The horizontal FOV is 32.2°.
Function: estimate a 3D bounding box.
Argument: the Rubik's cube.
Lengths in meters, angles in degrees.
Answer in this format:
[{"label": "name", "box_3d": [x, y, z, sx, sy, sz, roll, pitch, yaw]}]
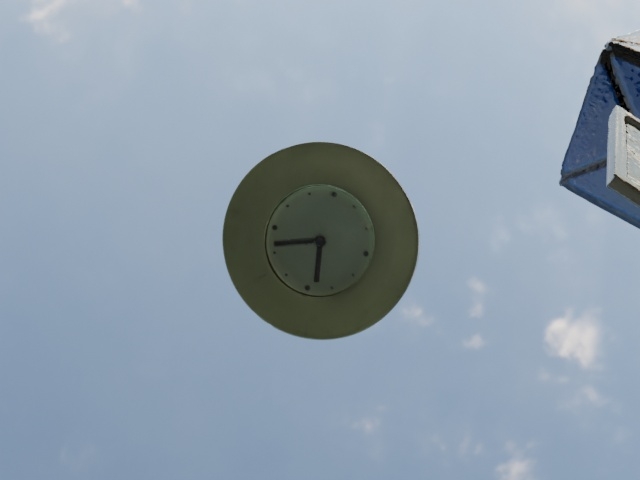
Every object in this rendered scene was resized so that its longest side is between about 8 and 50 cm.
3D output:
[{"label": "Rubik's cube", "box_3d": [0.538, -0.162, 1.658, 0.248, 0.246, 0.250, 31, -146, 27]}]

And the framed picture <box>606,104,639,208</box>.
[{"label": "framed picture", "box_3d": [0.470, -0.031, 1.302, 0.315, 0.024, 0.232, 31, -150, -2]}]

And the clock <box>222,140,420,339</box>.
[{"label": "clock", "box_3d": [0.000, 0.000, 1.308, 0.235, 0.029, 0.235, 0, -88, 11]}]
